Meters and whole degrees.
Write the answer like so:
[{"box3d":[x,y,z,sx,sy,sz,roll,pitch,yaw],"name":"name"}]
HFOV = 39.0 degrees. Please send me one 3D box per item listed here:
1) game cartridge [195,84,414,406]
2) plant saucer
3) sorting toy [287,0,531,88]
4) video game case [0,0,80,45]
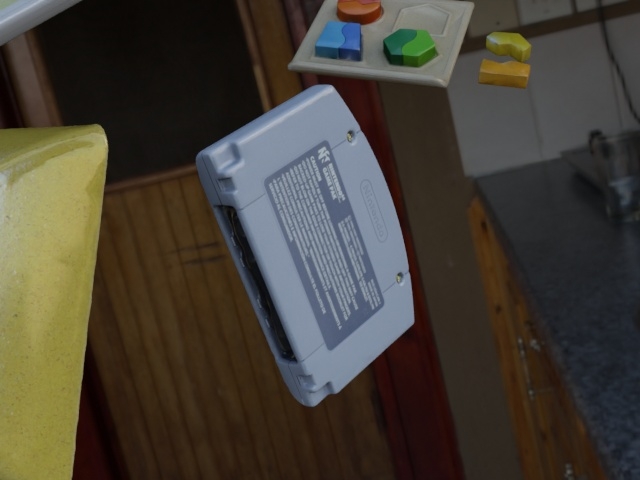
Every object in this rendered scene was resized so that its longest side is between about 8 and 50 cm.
[{"box3d":[0.000,0.000,0.955,0.062,0.297,0.198,1,29,43],"name":"game cartridge"},{"box3d":[-0.344,0.053,0.843,0.332,0.333,0.081,4,-3,40],"name":"plant saucer"},{"box3d":[0.132,-0.276,1.208,0.307,0.041,0.229,9,43,15],"name":"sorting toy"},{"box3d":[-0.242,-0.206,0.580,0.212,0.193,0.023,-37,-13,-20],"name":"video game case"}]
